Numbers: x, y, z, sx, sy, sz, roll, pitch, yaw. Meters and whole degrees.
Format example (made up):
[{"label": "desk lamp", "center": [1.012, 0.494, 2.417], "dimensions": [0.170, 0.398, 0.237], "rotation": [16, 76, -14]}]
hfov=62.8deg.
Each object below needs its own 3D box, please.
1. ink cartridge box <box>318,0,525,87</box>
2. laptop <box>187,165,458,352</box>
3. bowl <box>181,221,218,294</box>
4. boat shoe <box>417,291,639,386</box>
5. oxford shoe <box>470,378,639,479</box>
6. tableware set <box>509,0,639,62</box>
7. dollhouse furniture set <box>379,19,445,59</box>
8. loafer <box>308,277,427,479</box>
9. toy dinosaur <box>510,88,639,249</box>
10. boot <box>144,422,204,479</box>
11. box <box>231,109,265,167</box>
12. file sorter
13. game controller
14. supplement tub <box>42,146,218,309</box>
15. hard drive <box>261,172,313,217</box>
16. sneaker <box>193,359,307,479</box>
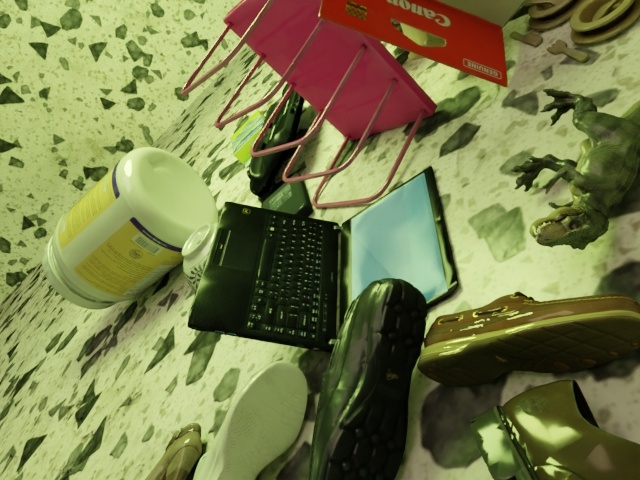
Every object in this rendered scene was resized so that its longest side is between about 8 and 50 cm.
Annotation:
[{"label": "ink cartridge box", "center": [0.141, -0.348, 0.690], "dimensions": [0.060, 0.275, 0.238], "rotation": [128, 153, -57]}, {"label": "laptop", "center": [0.000, 0.000, 0.632], "dimensions": [0.234, 0.265, 0.136], "rotation": [-86, 9, -51]}, {"label": "bowl", "center": [-0.195, 0.020, 0.947], "dimensions": [0.170, 0.080, 0.170], "rotation": [-34, 31, 23]}, {"label": "boat shoe", "center": [0.153, 0.067, 0.407], "dimensions": [0.178, 0.064, 0.060], "rotation": [-24, 37, 42]}, {"label": "oxford shoe", "center": [0.163, 0.154, 0.265], "dimensions": [0.096, 0.083, 0.227], "rotation": [-37, 30, 11]}, {"label": "tableware set", "center": [0.326, -0.301, 0.663], "dimensions": [0.128, 0.039, 0.194], "rotation": [-40, 28, 14]}, {"label": "dollhouse furniture set", "center": [0.084, -0.348, 0.930], "dimensions": [0.304, 0.173, 0.356], "rotation": [-19, 1, -27]}, {"label": "loafer", "center": [0.036, 0.140, 0.467], "dimensions": [0.078, 0.076, 0.223], "rotation": [-23, 44, 59]}, {"label": "toy dinosaur", "center": [0.250, -0.092, 0.485], "dimensions": [0.268, 0.064, 0.118], "rotation": [-52, 34, -13]}, {"label": "boot", "center": [-0.190, 0.282, 0.652], "dimensions": [0.118, 0.042, 0.087], "rotation": [-35, 24, 21]}, {"label": "box", "center": [-0.171, -0.257, 1.311], "dimensions": [0.109, 0.042, 0.178], "rotation": [-43, 27, 10]}, {"label": "file sorter", "center": [-0.023, -0.200, 0.761], "dimensions": [0.202, 0.291, 0.182], "rotation": [-3, 54, 55]}, {"label": "game controller", "center": [-0.081, -0.231, 1.102], "dimensions": [0.166, 0.067, 0.319], "rotation": [-43, 26, 36]}, {"label": "supplement tub", "center": [-0.411, -0.016, 1.128], "dimensions": [0.331, 0.241, 0.241], "rotation": [-34, 30, 24]}, {"label": "hard drive", "center": [-0.061, -0.057, 0.916], "dimensions": [0.094, 0.022, 0.135], "rotation": [-40, 28, 14]}, {"label": "sneaker", "center": [-0.091, 0.222, 0.552], "dimensions": [0.094, 0.080, 0.212], "rotation": [-19, 39, 61]}]
